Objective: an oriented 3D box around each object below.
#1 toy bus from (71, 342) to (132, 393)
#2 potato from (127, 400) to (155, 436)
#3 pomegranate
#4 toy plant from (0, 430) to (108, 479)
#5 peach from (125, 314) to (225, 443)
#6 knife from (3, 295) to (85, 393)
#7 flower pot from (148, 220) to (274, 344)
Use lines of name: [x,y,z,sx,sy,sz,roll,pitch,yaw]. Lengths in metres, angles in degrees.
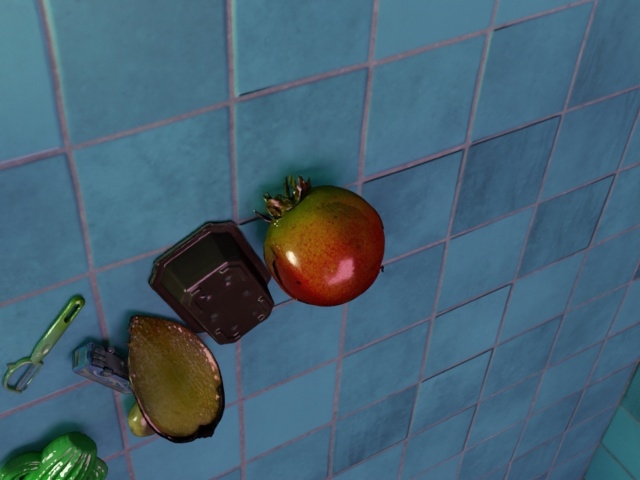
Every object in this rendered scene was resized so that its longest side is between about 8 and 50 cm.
toy bus: [-0.361,0.223,1.469,0.061,0.051,0.153,-18,148,20]
potato: [-0.299,0.311,1.596,0.138,0.070,0.091,-27,140,-15]
pomegranate: [0.000,0.000,1.433,0.210,0.210,0.235,-39,107,-1]
toy plant: [-0.506,0.437,1.542,0.240,0.088,0.154,-28,130,2]
peach: [-0.274,0.242,1.500,0.279,0.068,0.189,60,38,-23]
knife: [-0.451,0.166,1.373,0.054,0.015,0.212,28,108,-42]
flower pot: [-0.170,0.090,1.473,0.179,0.084,0.251,-36,143,-4]
